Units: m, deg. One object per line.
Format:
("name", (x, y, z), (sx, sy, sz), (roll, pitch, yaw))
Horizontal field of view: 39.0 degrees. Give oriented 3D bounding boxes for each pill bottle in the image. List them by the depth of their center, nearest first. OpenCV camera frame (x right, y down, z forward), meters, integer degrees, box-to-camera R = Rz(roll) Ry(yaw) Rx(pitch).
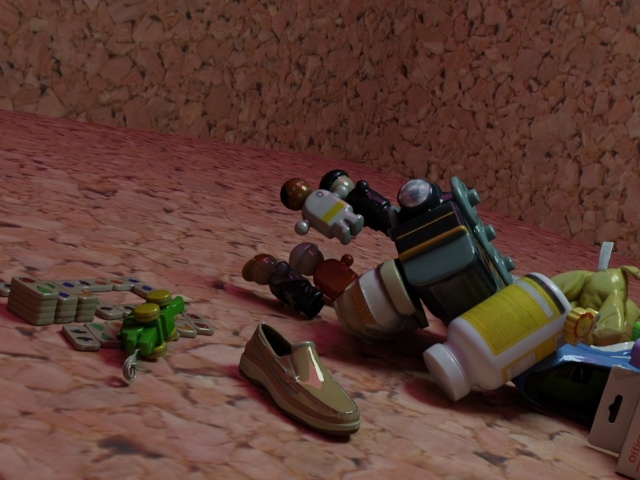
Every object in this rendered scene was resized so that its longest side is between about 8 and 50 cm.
("pill bottle", (0.228, 0.127, 1.158), (0.184, 0.103, 0.103), (-30, 24, -11))

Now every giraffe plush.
("giraffe plush", (0.515, 0.134, 1.648), (0.181, 0.210, 0.170), (22, -17, 46))

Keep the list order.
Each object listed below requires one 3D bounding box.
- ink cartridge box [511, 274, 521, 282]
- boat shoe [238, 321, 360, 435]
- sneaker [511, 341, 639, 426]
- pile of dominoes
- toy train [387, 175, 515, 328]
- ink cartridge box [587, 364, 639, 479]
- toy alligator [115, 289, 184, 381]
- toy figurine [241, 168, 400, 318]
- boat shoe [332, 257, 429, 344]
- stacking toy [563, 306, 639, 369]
("ink cartridge box", (0.298, 0.112, 1.572), (0.158, 0.092, 0.218), (15, 9, -6))
("boat shoe", (-0.023, 0.144, 0.986), (0.068, 0.072, 0.190), (5, 15, -45))
("sneaker", (0.408, 0.209, 1.221), (0.330, 0.130, 0.147), (9, 22, -4))
("pile of dominoes", (-0.257, 0.071, 1.113), (0.196, 0.040, 0.251), (22, 13, 33))
("toy train", (0.203, 0.055, 1.297), (0.334, 0.142, 0.190), (52, 20, -45))
("ink cartridge box", (0.421, 0.234, 1.056), (0.198, 0.115, 0.067), (18, 12, 20))
("toy alligator", (-0.200, 0.103, 0.996), (0.051, 0.056, 0.190), (-3, 19, 11))
("toy figurine", (0.000, 0.000, 1.392), (0.148, 0.213, 0.209), (34, 22, 25))
("boat shoe", (0.087, 0.089, 1.307), (0.103, 0.113, 0.302), (-25, -15, 8))
("stacking toy", (0.431, 0.134, 1.122), (0.221, 0.052, 0.167), (5, 14, -40))
